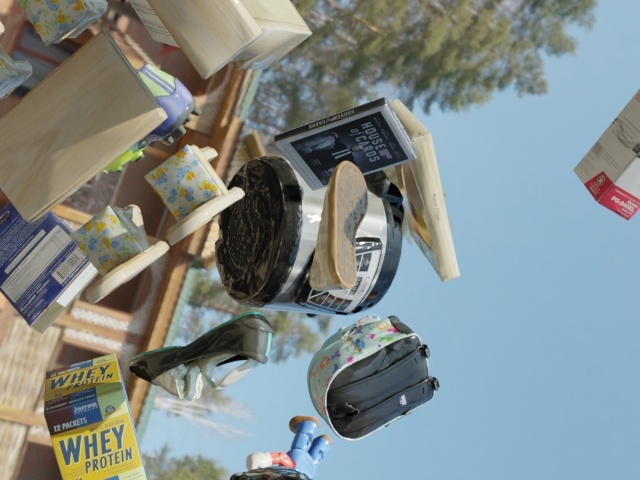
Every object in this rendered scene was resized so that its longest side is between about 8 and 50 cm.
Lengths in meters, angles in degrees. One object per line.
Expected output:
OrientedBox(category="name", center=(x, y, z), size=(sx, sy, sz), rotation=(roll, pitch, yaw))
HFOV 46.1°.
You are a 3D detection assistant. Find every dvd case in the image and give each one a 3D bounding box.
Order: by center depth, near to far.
OrientedBox(category="dvd case", center=(0.053, -0.188, 1.512), size=(0.238, 0.179, 0.030), rotation=(-16, -126, 20))

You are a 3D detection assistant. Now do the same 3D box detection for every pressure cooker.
OrientedBox(category="pressure cooker", center=(-0.002, -0.005, 1.833), size=(0.369, 0.420, 0.376), rotation=(-15, -110, 53))

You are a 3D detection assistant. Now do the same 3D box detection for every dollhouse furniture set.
OrientedBox(category="dollhouse furniture set", center=(-0.230, -0.167, 0.807), size=(0.394, 0.362, 0.256), rotation=(-34, -175, 16))

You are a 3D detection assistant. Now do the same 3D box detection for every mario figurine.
OrientedBox(category="mario figurine", center=(-0.091, 0.581, 1.861), size=(0.170, 0.198, 0.320), rotation=(-65, 174, 31))

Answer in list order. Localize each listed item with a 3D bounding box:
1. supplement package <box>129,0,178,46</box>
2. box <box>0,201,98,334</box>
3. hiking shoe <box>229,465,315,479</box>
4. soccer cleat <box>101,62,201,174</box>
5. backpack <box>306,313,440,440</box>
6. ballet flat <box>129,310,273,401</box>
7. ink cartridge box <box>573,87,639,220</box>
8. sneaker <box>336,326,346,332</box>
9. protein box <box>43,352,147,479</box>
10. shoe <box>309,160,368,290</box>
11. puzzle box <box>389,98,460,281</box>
OrientedBox(category="supplement package", center=(-0.289, -0.543, 1.575), size=(0.194, 0.149, 0.203), rotation=(-64, 158, -18))
OrientedBox(category="box", center=(-0.426, 0.024, 1.116), size=(0.225, 0.036, 0.136), rotation=(35, -101, 34))
OrientedBox(category="hiking shoe", center=(-0.047, 0.507, 1.527), size=(0.304, 0.132, 0.113), rotation=(1, -85, 40))
OrientedBox(category="soccer cleat", center=(-0.287, -0.181, 1.114), size=(0.289, 0.121, 0.093), rotation=(-15, -144, 49))
OrientedBox(category="backpack", center=(0.096, 0.296, 1.626), size=(0.253, 0.225, 0.191), rotation=(-29, -149, -19))
OrientedBox(category="ballet flat", center=(-0.197, 0.198, 1.201), size=(0.280, 0.095, 0.096), rotation=(-24, -116, 27))
OrientedBox(category="ink cartridge box", center=(0.428, -0.120, 1.020), size=(0.150, 0.063, 0.109), rotation=(-56, -164, 25))
OrientedBox(category="sneaker", center=(0.106, 0.258, 1.868), size=(0.070, 0.134, 0.051), rotation=(-88, -171, -57))
OrientedBox(category="protein box", center=(-0.413, 0.346, 1.383), size=(0.200, 0.135, 0.201), rotation=(-149, -134, -68))
OrientedBox(category="shoe", center=(0.022, -0.023, 1.099), size=(0.058, 0.076, 0.219), rotation=(-23, -134, 38))
OrientedBox(category="puzzle box", center=(0.252, -0.128, 1.912), size=(0.272, 0.052, 0.409), rotation=(-114, -174, -59))
